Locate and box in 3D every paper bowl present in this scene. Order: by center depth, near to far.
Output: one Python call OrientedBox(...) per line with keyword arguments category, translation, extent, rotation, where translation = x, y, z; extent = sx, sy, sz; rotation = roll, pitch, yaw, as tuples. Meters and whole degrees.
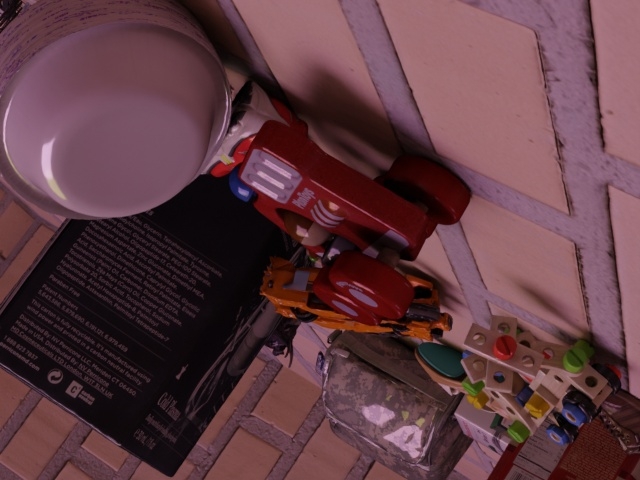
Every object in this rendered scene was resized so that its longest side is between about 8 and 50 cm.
OrientedBox(category="paper bowl", translation=(-0.240, -0.141, 1.380), extent=(0.284, 0.284, 0.148), rotation=(48, -169, -49))

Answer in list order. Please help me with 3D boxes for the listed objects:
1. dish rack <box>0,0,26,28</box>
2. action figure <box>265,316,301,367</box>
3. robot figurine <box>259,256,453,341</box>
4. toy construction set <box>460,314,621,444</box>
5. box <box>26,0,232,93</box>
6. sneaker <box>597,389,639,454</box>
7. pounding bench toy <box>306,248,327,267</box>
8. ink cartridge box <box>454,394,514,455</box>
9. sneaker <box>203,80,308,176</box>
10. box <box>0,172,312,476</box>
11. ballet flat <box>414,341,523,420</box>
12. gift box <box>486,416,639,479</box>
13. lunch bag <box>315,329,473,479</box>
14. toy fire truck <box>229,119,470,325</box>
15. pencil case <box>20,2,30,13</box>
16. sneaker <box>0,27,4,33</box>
OrientedBox(category="dish rack", translation=(-0.420, -0.303, 1.801), extent=(0.271, 0.074, 0.208), rotation=(37, 167, -9))
OrientedBox(category="action figure", translation=(-0.115, 0.138, 2.555), extent=(0.276, 0.141, 0.164), rotation=(46, 173, 29))
OrientedBox(category="robot figurine", translation=(0.062, 0.094, 1.856), extent=(0.291, 0.085, 0.211), rotation=(8, 166, 10))
OrientedBox(category="toy construction set", translation=(0.289, 0.183, 1.664), extent=(0.215, 0.151, 0.328), rotation=(41, 174, 15))
OrientedBox(category="box", translation=(-0.234, -0.241, 1.493), extent=(0.113, 0.094, 0.275), rotation=(24, 164, 40))
OrientedBox(category="sneaker", translation=(0.441, 0.266, 1.723), extent=(0.188, 0.071, 0.066), rotation=(28, 166, 27))
OrientedBox(category="pounding bench toy", translation=(0.000, 0.000, 1.876), extent=(0.083, 0.065, 0.052), rotation=(33, 168, 9))
OrientedBox(category="ink cartridge box", translation=(0.367, 0.356, 2.217), extent=(0.219, 0.092, 0.160), rotation=(28, 166, 24))
OrientedBox(category="sneaker", translation=(-0.084, -0.119, 1.565), extent=(0.118, 0.107, 0.279), rotation=(29, 170, -10))
OrientedBox(category="box", translation=(-0.266, 0.107, 2.023), extent=(0.297, 0.472, 0.480), rotation=(31, 167, 11))
OrientedBox(category="ballet flat", translation=(0.258, 0.253, 2.109), extent=(0.232, 0.080, 0.073), rotation=(24, 126, 37))
OrientedBox(category="gift box", translation=(0.422, 0.415, 1.898), extent=(0.255, 0.276, 0.258), rotation=(28, 169, 50))
OrientedBox(category="lunch bag", translation=(0.152, 0.312, 2.384), extent=(0.305, 0.212, 0.256), rotation=(29, 152, 25))
OrientedBox(category="toy fire truck", translation=(0.014, -0.036, 1.426), extent=(0.254, 0.169, 0.302), rotation=(32, 167, -4))
OrientedBox(category="pencil case", translation=(-0.291, -0.231, 1.637), extent=(0.124, 0.113, 0.273), rotation=(35, 172, 49))
OrientedBox(category="sneaker", translation=(-0.435, -0.223, 1.761), extent=(0.153, 0.101, 0.268), rotation=(37, 164, 7))
